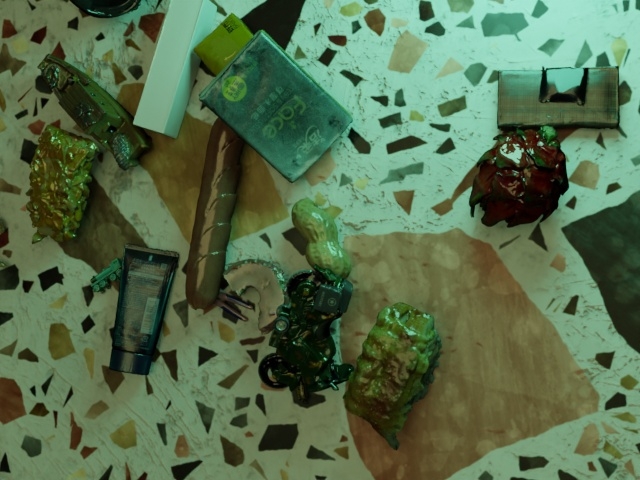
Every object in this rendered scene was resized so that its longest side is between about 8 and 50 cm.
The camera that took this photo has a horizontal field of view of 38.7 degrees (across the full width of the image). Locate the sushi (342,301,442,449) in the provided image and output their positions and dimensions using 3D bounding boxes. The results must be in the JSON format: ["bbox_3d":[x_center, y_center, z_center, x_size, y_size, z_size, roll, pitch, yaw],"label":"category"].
[{"bbox_3d":[0.137,0.256,1.746,0.139,0.184,0.274,27,98,18],"label":"sushi"}]

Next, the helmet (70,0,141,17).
[{"bbox_3d":[-0.460,-0.573,1.923,0.189,0.193,0.216,-38,90,6],"label":"helmet"}]

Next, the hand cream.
[{"bbox_3d":[-0.383,0.147,1.939,0.120,0.061,0.271,10,87,3],"label":"hand cream"}]

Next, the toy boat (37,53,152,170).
[{"bbox_3d":[-0.493,-0.282,1.957,0.321,0.121,0.089,45,103,11],"label":"toy boat"}]

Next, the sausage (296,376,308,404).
[{"bbox_3d":[-0.048,0.238,1.867,0.025,0.028,0.198,-8,85,-10],"label":"sausage"}]

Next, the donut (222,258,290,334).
[{"bbox_3d":[-0.116,0.099,1.867,0.117,0.065,0.166,-39,75,7],"label":"donut"}]

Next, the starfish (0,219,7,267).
[{"bbox_3d":[-0.866,0.006,2.064,0.302,0.060,0.299,-39,85,3],"label":"starfish"}]

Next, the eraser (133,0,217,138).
[{"bbox_3d":[-0.308,-0.373,1.935,0.076,0.078,0.298,18,91,14],"label":"eraser"}]

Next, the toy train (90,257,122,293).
[{"bbox_3d":[-0.462,0.078,1.977,0.092,0.029,0.045,-33,73,11],"label":"toy train"}]

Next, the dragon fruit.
[{"bbox_3d":[0.375,-0.113,1.713,0.182,0.189,0.182,1,56,-1],"label":"dragon fruit"}]

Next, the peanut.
[{"bbox_3d":[0.000,0.000,1.842,0.082,0.082,0.187,-24,82,12],"label":"peanut"}]

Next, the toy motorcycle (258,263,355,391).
[{"bbox_3d":[-0.005,0.186,1.783,0.187,0.125,0.275,17,107,-3],"label":"toy motorcycle"}]

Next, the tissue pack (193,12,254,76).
[{"bbox_3d":[-0.166,-0.372,1.898,0.120,0.082,0.169,-41,79,7],"label":"tissue pack"}]

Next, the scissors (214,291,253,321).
[{"bbox_3d":[-0.196,0.131,1.916,0.113,0.012,0.039,25,93,14],"label":"scissors"}]

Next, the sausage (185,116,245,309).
[{"bbox_3d":[-0.219,-0.069,1.895,0.087,0.088,0.433,10,89,14],"label":"sausage"}]

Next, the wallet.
[{"bbox_3d":[0.458,-0.275,1.761,0.230,0.042,0.124,0,90,16],"label":"wallet"}]

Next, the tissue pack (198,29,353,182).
[{"bbox_3d":[-0.089,-0.267,1.824,0.257,0.081,0.185,42,99,-17],"label":"tissue pack"}]

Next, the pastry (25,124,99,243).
[{"bbox_3d":[-0.571,-0.116,1.966,0.154,0.102,0.250,22,102,16],"label":"pastry"}]
